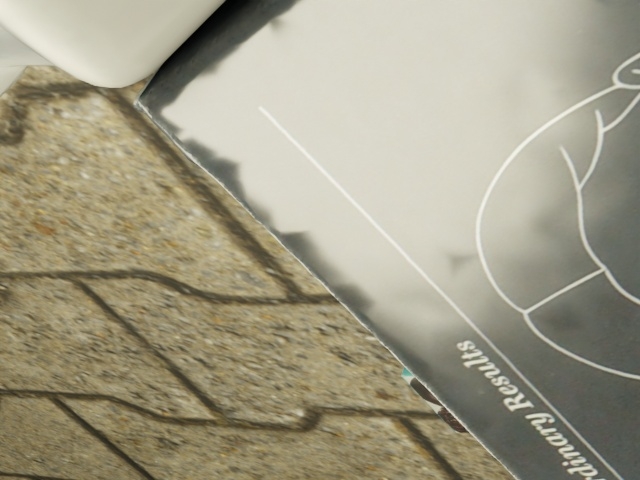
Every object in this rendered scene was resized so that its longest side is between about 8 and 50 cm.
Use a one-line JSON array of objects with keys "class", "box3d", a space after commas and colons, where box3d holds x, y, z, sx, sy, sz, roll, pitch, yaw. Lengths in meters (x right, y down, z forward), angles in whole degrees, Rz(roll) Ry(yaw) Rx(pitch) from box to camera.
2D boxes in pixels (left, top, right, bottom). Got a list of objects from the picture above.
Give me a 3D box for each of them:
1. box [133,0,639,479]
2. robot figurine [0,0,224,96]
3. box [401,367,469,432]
[{"class": "box", "box3d": [0.189, -0.094, 0.501, 0.395, 0.212, 0.293, -32, 111, 34]}, {"class": "robot figurine", "box3d": [-0.058, -0.192, 0.454, 0.200, 0.353, 0.300, 46, -178, 8]}, {"class": "box", "box3d": [0.196, 0.111, 1.150, 0.244, 0.060, 0.100, -5, 141, 39]}]
